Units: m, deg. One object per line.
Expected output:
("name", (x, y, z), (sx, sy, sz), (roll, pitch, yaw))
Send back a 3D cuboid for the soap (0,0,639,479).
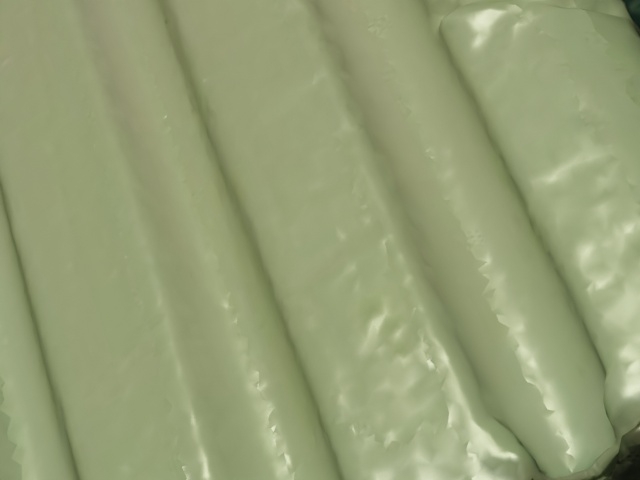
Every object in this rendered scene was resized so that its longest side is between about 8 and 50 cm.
("soap", (0.000, 0.000, 0.726), (0.350, 0.213, 0.435), (-33, 53, 11))
